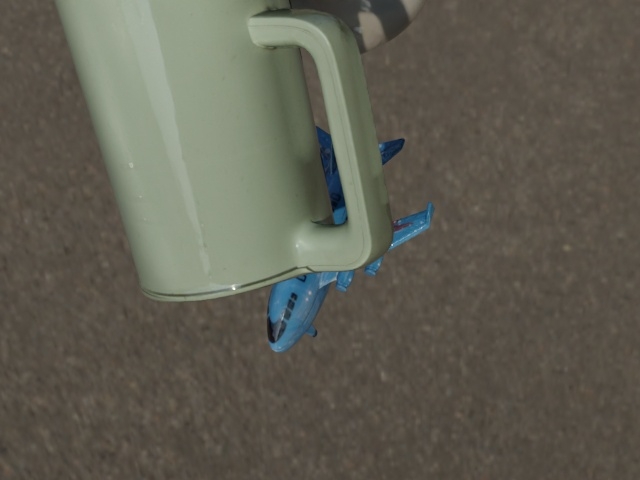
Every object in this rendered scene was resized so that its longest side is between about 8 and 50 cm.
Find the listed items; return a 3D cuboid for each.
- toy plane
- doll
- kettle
[{"bbox_3d":[0.000,0.000,1.528,0.254,0.105,0.271,11,78,30],"label":"toy plane"},{"bbox_3d":[0.021,-0.354,1.759,0.251,0.221,0.221,-13,36,47],"label":"doll"},{"bbox_3d":[-0.080,-0.125,1.217,0.265,0.318,0.205,-9,16,10],"label":"kettle"}]
